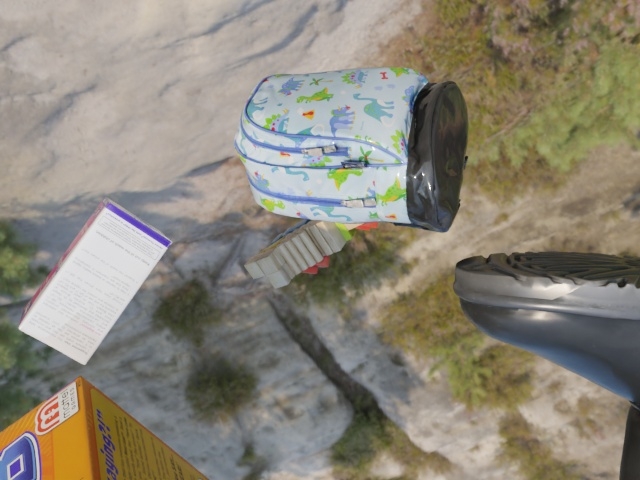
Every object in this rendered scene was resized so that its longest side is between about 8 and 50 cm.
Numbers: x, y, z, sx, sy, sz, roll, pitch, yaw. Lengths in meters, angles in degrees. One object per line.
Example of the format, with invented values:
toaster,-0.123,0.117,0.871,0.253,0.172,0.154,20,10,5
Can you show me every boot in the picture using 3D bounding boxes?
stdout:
boot,0.290,0.243,0.609,0.367,0.445,0.146,4,-171,-1

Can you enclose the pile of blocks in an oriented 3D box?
pile of blocks,0.000,0.000,1.557,0.362,0.112,0.149,-32,-163,3

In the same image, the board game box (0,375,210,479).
board game box,-0.286,0.459,0.742,0.356,0.356,0.356,-36,125,-2

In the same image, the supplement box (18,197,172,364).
supplement box,-0.339,0.057,0.988,0.220,0.114,0.111,-57,-158,-6

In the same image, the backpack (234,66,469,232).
backpack,0.038,-0.157,1.083,0.356,0.290,0.273,-6,134,30
